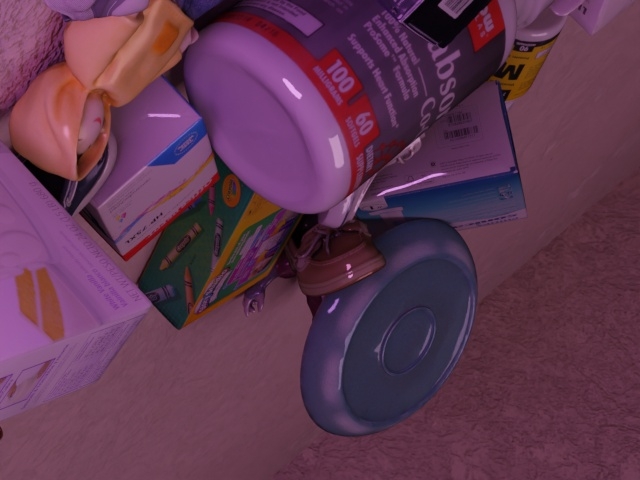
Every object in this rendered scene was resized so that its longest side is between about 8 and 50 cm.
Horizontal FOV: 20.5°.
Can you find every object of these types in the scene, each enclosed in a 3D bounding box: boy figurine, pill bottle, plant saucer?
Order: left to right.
[{"bbox_3d":[-0.151,-0.172,1.482,0.285,0.092,0.177,-47,169,-4],"label":"boy figurine"},{"bbox_3d":[0.060,-0.206,1.726,0.363,0.210,0.210,-40,166,-26],"label":"pill bottle"},{"bbox_3d":[0.104,0.125,2.318,0.317,0.043,0.317,-27,132,-34],"label":"plant saucer"},{"bbox_3d":[0.234,-0.252,2.286,0.119,0.119,0.208,-37,164,-29],"label":"pill bottle"}]

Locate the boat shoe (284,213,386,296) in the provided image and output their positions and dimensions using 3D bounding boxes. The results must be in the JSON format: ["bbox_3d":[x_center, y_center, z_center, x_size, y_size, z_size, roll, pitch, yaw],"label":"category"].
[{"bbox_3d":[0.000,0.000,2.164,0.104,0.089,0.285,-25,-166,-12],"label":"boat shoe"}]

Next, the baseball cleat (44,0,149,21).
[{"bbox_3d":[-0.166,-0.233,1.299,0.109,0.072,0.206,-18,144,-19],"label":"baseball cleat"}]

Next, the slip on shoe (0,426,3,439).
[{"bbox_3d":[-0.413,0.235,1.998,0.041,0.051,0.135,-38,176,25],"label":"slip on shoe"}]

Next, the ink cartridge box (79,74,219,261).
[{"bbox_3d":[-0.176,-0.065,1.736,0.134,0.078,0.231,-42,166,-9],"label":"ink cartridge box"}]

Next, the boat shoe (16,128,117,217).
[{"bbox_3d":[-0.275,-0.005,1.594,0.254,0.095,0.079,-50,167,17],"label":"boat shoe"}]

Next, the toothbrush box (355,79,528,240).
[{"bbox_3d":[0.149,-0.093,2.295,0.216,0.126,0.295,-11,167,8],"label":"toothbrush box"}]

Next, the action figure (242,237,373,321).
[{"bbox_3d":[0.061,0.080,2.485,0.276,0.248,0.370,-44,169,-7],"label":"action figure"}]

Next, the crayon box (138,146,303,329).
[{"bbox_3d":[-0.093,-0.032,2.061,0.165,0.081,0.278,-31,161,-42],"label":"crayon box"}]

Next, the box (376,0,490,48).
[{"bbox_3d":[0.052,-0.279,1.506,0.108,0.207,0.153,-47,165,10],"label":"box"}]

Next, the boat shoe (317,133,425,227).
[{"bbox_3d":[0.078,-0.131,2.066,0.267,0.088,0.096,-68,-167,-7],"label":"boat shoe"}]

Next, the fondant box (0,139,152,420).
[{"bbox_3d":[-0.309,0.028,1.289,0.096,0.238,0.330,-51,165,27],"label":"fondant box"}]

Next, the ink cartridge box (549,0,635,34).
[{"bbox_3d":[0.310,-0.377,1.960,0.353,0.207,0.119,-39,164,-19],"label":"ink cartridge box"}]
